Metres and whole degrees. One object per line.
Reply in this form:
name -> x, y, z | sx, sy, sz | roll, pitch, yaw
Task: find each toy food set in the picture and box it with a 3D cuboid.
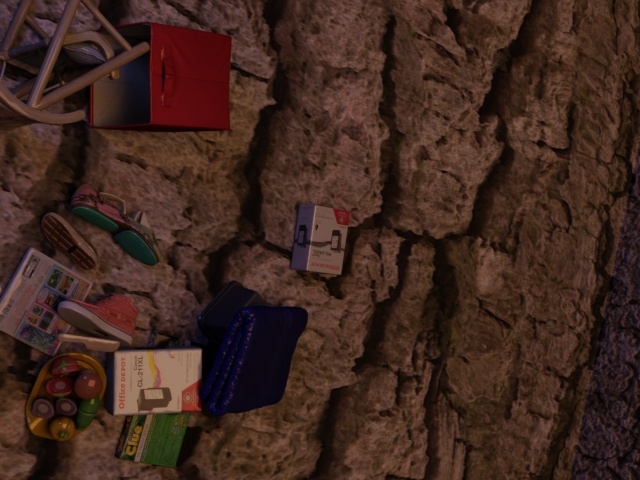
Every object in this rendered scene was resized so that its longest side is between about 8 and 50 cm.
toy food set -> -0.456, 0.280, 1.688 | 0.128, 0.071, 0.218 | 20, 98, -24

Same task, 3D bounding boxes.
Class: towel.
towel -> -0.134, 0.239, 1.899 | 0.308, 0.076, 0.228 | 13, 95, -71

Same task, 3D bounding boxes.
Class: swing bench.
swing bench -> -0.470, -0.286, 1.544 | 0.165, 0.253, 0.255 | 48, 64, -32

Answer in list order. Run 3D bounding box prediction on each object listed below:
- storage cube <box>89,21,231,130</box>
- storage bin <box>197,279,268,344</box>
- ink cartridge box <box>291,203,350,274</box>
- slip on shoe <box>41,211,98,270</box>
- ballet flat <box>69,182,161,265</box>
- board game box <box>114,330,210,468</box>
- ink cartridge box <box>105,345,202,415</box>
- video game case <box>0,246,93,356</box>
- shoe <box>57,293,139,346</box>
storage cube -> -0.298, -0.298, 1.723 | 0.193, 0.215, 0.184 | -3, 95, -47
storage bin -> -0.174, 0.162, 1.941 | 0.135, 0.091, 0.098 | -49, 122, -25
ink cartridge box -> 0.000, 0.000, 2.092 | 0.109, 0.063, 0.151 | 9, 88, -40
slip on shoe -> -0.463, -0.004, 1.716 | 0.135, 0.051, 0.041 | 48, 24, -24
ballet flat -> -0.381, -0.038, 1.768 | 0.221, 0.077, 0.079 | 39, 49, -35
board game box -> -0.319, 0.324, 1.873 | 0.136, 0.030, 0.260 | 24, 79, -41
ink cartridge box -> -0.325, 0.273, 1.797 | 0.175, 0.072, 0.128 | 1, 88, -24
video game case -> -0.513, 0.114, 1.697 | 0.143, 0.019, 0.157 | 37, 69, -36
shoe -> -0.417, 0.132, 1.742 | 0.178, 0.063, 0.081 | 39, 51, -43
